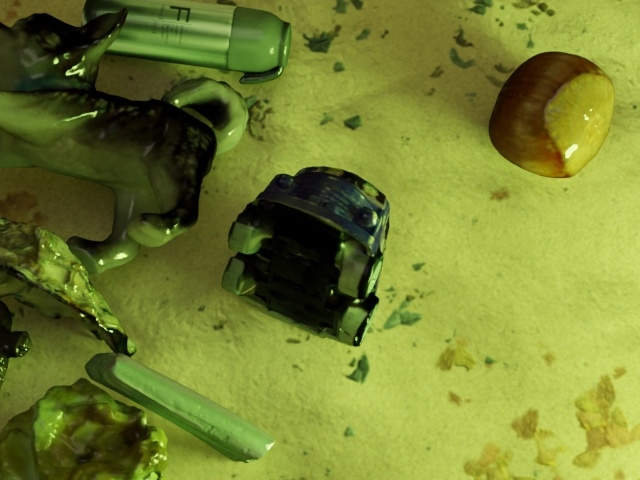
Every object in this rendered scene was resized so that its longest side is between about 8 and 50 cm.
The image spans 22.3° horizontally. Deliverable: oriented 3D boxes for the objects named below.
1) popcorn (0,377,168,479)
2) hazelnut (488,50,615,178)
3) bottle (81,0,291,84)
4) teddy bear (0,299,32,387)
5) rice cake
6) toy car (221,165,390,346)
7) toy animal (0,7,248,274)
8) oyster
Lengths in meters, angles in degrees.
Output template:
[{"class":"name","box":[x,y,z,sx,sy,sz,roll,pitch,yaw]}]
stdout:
[{"class":"popcorn","box":[-0.254,0.266,1.749,0.204,0.184,0.221,-31,59,-24]},{"class":"hazelnut","box":[0.270,-0.153,1.926,0.150,0.150,0.150,0,70,0]},{"class":"bottle","box":[-0.164,-0.248,1.988,0.253,0.079,0.096,7,88,2]},{"class":"teddy bear","box":[-0.388,0.142,1.851,0.119,0.078,0.160,-4,51,22]},{"class":"rice cake","box":[-0.150,0.183,1.775,0.221,0.080,0.042,33,69,-23]},{"class":"toy car","box":[0.000,0.000,1.823,0.172,0.235,0.158,22,59,7]},{"class":"toy animal","box":[-0.264,-0.151,1.885,0.344,0.194,0.303,38,52,-5]},{"class":"oyster","box":[-0.311,0.046,1.809,0.259,0.198,0.092,30,74,2]}]
